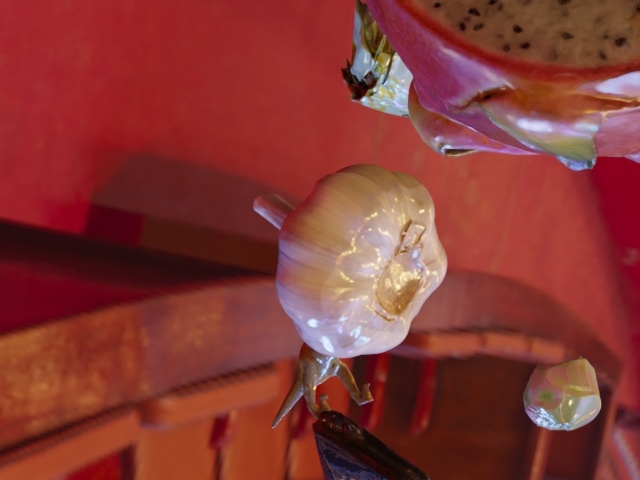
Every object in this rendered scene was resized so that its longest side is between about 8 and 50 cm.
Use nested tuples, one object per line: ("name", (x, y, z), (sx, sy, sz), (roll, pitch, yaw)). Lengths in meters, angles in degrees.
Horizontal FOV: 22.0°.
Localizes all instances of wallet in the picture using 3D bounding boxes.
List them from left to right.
("wallet", (0.059, 0.280, 1.562), (0.044, 0.149, 0.250), (-30, 131, -29))

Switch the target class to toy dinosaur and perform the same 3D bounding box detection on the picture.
("toy dinosaur", (-0.011, 0.129, 1.760), (0.039, 0.162, 0.126), (-17, 91, -53))

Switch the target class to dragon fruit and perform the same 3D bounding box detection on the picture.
("dragon fruit", (0.163, -0.169, 1.008), (0.189, 0.291, 0.290), (73, 33, -68))

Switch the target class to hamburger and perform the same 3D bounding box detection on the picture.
("hamburger", (0.134, -0.235, 1.782), (0.214, 0.125, 0.235), (15, 112, -48))

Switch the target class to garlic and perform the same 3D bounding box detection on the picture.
("garlic", (0.000, 0.000, 1.633), (0.199, 0.226, 0.199), (-26, 129, -38))

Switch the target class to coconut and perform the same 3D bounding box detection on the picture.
("coconut", (0.262, 0.170, 1.788), (0.083, 0.082, 0.081), (63, 21, -46))
